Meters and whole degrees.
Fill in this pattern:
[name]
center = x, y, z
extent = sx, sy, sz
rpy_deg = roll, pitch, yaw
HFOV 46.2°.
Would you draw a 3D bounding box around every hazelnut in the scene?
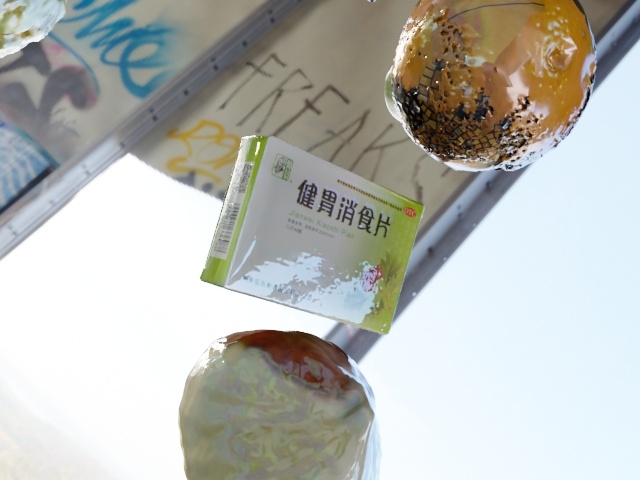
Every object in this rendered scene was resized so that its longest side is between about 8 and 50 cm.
[hazelnut]
center = -0.029, 0.217, 0.828
extent = 0.241, 0.261, 0.261
rpy_deg = -23, -64, 30

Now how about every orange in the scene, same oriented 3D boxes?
[orange]
center = 0.192, -0.188, 0.823
extent = 0.234, 0.234, 0.182
rpy_deg = 53, -15, -22

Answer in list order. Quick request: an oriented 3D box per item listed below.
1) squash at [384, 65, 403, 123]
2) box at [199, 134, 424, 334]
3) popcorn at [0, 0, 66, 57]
[squash]
center = 0.234, -0.265, 1.270
extent = 0.133, 0.220, 0.220
rpy_deg = 44, -13, 53
[box]
center = -0.001, 0.000, 0.903
extent = 0.260, 0.175, 0.062
rpy_deg = 21, -7, -37
[popcorn]
center = -0.401, -0.328, 0.820
extent = 0.247, 0.282, 0.282
rpy_deg = 9, -40, 47
